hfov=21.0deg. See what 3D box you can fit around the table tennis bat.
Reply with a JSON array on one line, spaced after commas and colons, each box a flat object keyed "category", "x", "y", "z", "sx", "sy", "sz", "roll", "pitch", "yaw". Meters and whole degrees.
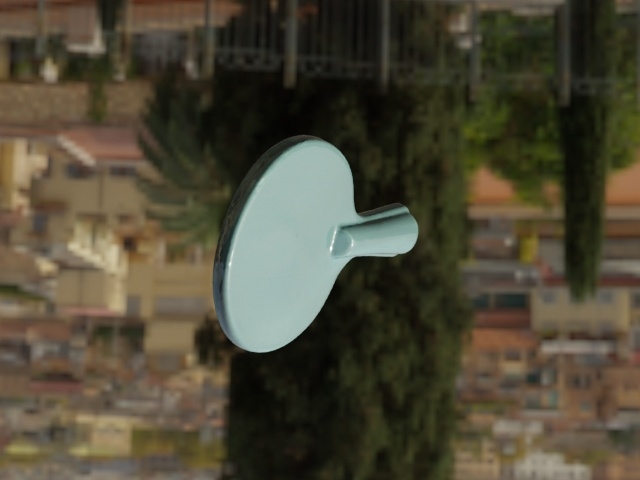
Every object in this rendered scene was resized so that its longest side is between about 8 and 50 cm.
[{"category": "table tennis bat", "x": 0.000, "y": 0.000, "z": 1.217, "sx": 0.040, "sy": 0.153, "sz": 0.244, "roll": 18, "pitch": -166, "yaw": 29}]
